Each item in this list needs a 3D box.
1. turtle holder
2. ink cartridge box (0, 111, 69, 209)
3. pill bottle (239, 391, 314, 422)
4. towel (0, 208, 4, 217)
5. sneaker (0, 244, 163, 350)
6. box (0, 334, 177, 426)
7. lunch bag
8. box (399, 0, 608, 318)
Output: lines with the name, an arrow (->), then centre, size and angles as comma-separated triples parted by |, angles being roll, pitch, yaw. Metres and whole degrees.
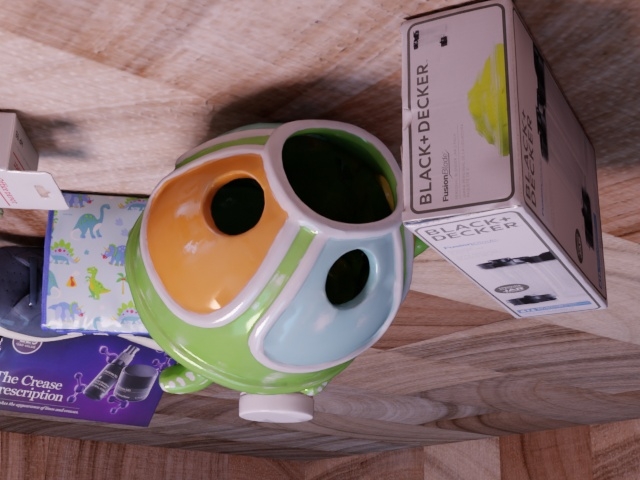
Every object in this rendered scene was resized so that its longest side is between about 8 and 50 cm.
turtle holder -> -0.005, 0.013, 0.878 | 0.320, 0.243, 0.227 | 19, 138, -21
ink cartridge box -> -0.333, -0.076, 0.904 | 0.180, 0.060, 0.104 | 3, 162, -3
pill bottle -> -0.052, 0.113, 1.192 | 0.121, 0.216, 0.121 | 1, 161, 0
towel -> -0.421, -0.051, 1.034 | 0.148, 0.027, 0.110 | 6, 161, -14
sneaker -> -0.273, 0.058, 1.213 | 0.350, 0.131, 0.148 | 10, 153, -38
box -> -0.341, 0.151, 1.354 | 0.261, 0.184, 0.103 | 15, -165, -35
lunch bag -> -0.240, 0.031, 1.069 | 0.128, 0.151, 0.096 | 2, 161, -4
box -> 0.159, -0.050, 0.787 | 0.087, 0.169, 0.290 | -8, 158, 26
